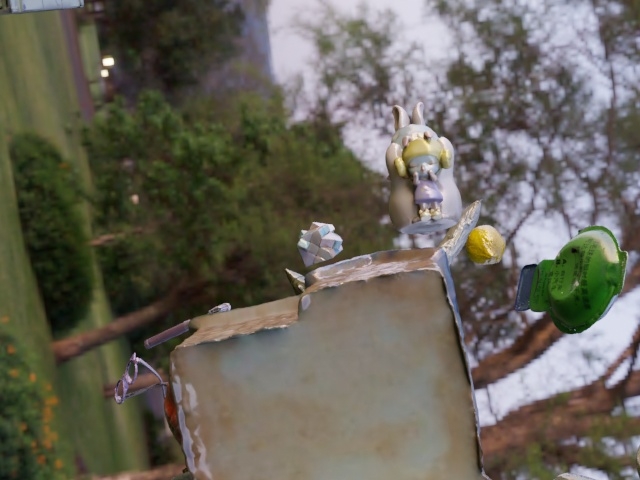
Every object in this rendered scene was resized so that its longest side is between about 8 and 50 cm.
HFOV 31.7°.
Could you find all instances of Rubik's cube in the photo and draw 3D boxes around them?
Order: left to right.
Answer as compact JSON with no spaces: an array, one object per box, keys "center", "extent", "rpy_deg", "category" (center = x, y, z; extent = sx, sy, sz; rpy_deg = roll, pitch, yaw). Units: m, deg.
[{"center":[-0.001,0.000,2.146],"extent":[0.073,0.084,0.075],"rpy_deg":[65,12,-7],"category":"Rubik's cube"}]

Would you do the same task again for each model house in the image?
[{"center":[0.023,0.237,1.795],"extent":[0.400,0.446,0.394],"rpy_deg":[-73,149,-81],"category":"model house"}]

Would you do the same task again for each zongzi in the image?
[{"center":[-0.034,0.129,2.331],"extent":[0.062,0.130,0.154],"rpy_deg":[-51,171,-29],"category":"zongzi"}]

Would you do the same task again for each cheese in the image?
[{"center":[0.448,0.073,2.035],"extent":[0.320,0.083,0.203],"rpy_deg":[-19,-124,67],"category":"cheese"}]

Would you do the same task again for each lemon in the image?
[{"center":[0.268,0.009,1.836],"extent":[0.092,0.065,0.065],"rpy_deg":[-92,176,-64],"category":"lemon"}]

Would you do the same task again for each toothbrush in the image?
[{"center":[-0.322,0.203,2.653],"extent":[0.354,0.029,0.024],"rpy_deg":[-26,-102,46],"category":"toothbrush"}]

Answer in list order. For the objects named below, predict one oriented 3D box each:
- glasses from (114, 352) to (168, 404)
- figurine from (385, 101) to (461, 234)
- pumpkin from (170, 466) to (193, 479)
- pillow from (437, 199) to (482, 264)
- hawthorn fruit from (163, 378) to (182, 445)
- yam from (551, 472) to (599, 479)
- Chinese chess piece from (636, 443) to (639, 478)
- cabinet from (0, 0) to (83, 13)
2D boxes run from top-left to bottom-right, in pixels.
[{"center":[-0.371,0.303,2.410],"extent":[0.140,0.104,0.062],"rpy_deg":[-60,-144,36],"category":"glasses"},{"center":[0.164,-0.136,1.915],"extent":[0.155,0.127,0.235],"rpy_deg":[32,48,-73],"category":"figurine"},{"center":[-0.216,0.588,2.379],"extent":[0.257,0.291,0.328],"rpy_deg":[57,25,10],"category":"pumpkin"},{"center":[0.241,0.028,2.194],"extent":[0.229,0.050,0.148],"rpy_deg":[-52,178,-28],"category":"pillow"},{"center":[-0.210,0.312,2.232],"extent":[0.272,0.242,0.241],"rpy_deg":[20,-57,55],"category":"hawthorn fruit"},{"center":[0.517,0.498,2.078],"extent":[0.194,0.107,0.107],"rpy_deg":[12,-66,53],"category":"yam"},{"center":[0.743,0.428,2.237],"extent":[0.092,0.238,0.238],"rpy_deg":[59,2,-15],"category":"Chinese chess piece"},{"center":[-0.528,-0.461,1.929],"extent":[0.206,0.150,0.145],"rpy_deg":[-34,121,-65],"category":"cabinet"}]
